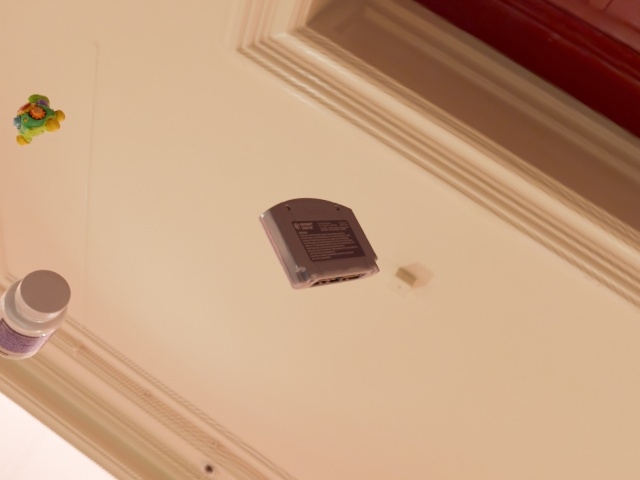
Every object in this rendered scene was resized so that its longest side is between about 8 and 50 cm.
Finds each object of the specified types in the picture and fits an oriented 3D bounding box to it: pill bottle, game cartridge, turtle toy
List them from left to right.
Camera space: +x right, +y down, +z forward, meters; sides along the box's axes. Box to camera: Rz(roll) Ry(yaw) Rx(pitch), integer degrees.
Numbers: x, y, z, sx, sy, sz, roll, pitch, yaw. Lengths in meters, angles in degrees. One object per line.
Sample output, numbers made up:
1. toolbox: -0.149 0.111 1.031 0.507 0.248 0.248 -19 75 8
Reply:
1. pill bottle: -0.518 0.129 1.111 0.112 0.187 0.112 23 -131 -29
2. turtle toy: -0.577 -0.252 1.265 0.095 0.066 0.130 -23 -146 7
3. game cartridge: 0.000 0.000 1.337 0.294 0.060 0.196 -3 -115 -53
